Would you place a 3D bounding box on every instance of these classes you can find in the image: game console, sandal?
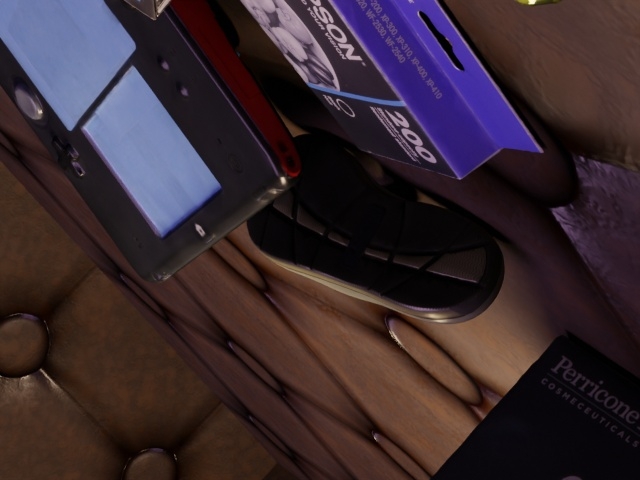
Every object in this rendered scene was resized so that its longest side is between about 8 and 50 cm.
[{"bbox_3d":[-0.186,-0.141,1.360,0.342,0.060,0.386,58,153,0],"label":"game console"},{"bbox_3d":[0.043,0.003,1.334,0.303,0.120,0.086,32,177,41],"label":"sandal"}]

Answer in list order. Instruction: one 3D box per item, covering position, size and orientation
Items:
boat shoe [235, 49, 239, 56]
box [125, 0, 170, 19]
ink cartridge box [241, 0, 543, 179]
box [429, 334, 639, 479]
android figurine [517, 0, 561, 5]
[{"bbox_3d":[-0.141,-0.162,1.439,0.089,0.109,0.258,51,151,0],"label":"boat shoe"},{"bbox_3d":[-0.190,-0.307,0.993,0.242,0.076,0.307,33,160,9],"label":"box"},{"bbox_3d":[0.034,-0.134,1.067,0.206,0.045,0.208,51,164,-26],"label":"ink cartridge box"},{"bbox_3d":[0.201,0.336,1.258,0.293,0.395,0.212,34,163,33],"label":"box"},{"bbox_3d":[0.057,-0.219,0.699,0.248,0.056,0.273,38,168,25],"label":"android figurine"}]
